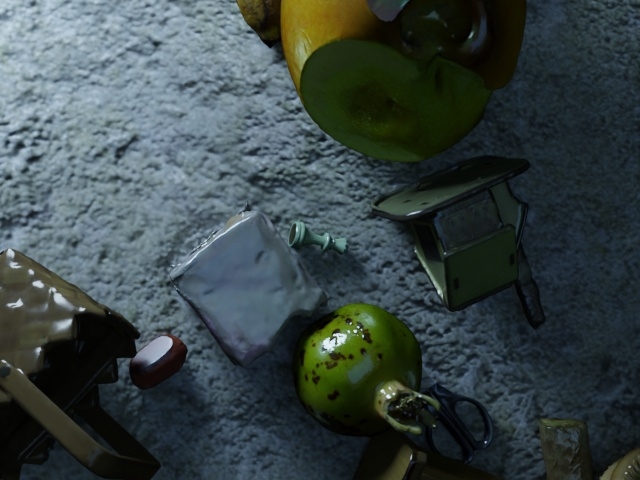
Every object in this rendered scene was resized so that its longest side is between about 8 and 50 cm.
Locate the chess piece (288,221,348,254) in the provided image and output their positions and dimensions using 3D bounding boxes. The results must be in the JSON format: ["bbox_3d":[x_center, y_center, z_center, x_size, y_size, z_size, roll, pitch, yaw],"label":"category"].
[{"bbox_3d":[0.000,0.000,1.658,0.093,0.042,0.042,13,86,-18],"label":"chess piece"}]

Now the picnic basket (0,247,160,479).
[{"bbox_3d":[-0.364,0.208,1.447,0.321,0.254,0.291,38,81,14],"label":"picnic basket"}]

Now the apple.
[{"bbox_3d":[0.124,-0.306,1.531,0.374,0.374,0.384,-19,95,-12],"label":"apple"}]

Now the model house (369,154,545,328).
[{"bbox_3d":[0.230,0.035,1.636,0.218,0.205,0.279,-22,101,-11],"label":"model house"}]

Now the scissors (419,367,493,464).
[{"bbox_3d":[0.158,0.220,1.693,0.109,0.022,0.300,-39,97,-10],"label":"scissors"}]

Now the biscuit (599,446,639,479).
[{"bbox_3d":[0.513,0.449,1.702,0.259,0.079,0.259,5,82,-36],"label":"biscuit"}]

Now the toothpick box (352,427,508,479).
[{"bbox_3d":[0.207,0.419,1.617,0.308,0.190,0.188,23,90,-15],"label":"toothpick box"}]

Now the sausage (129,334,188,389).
[{"bbox_3d":[-0.238,0.178,1.593,0.094,0.059,0.054,-36,140,-10],"label":"sausage"}]

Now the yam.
[{"bbox_3d":[0.405,0.457,1.717,0.081,0.081,0.357,-9,92,-12],"label":"yam"}]

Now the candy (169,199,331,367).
[{"bbox_3d":[-0.105,0.062,1.583,0.184,0.137,0.195,-38,94,-10],"label":"candy"}]

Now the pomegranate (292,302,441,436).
[{"bbox_3d":[0.079,0.197,1.577,0.245,0.198,0.198,11,86,27],"label":"pomegranate"}]

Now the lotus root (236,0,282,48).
[{"bbox_3d":[-0.084,-0.385,1.621,0.108,0.094,0.191,1,96,21],"label":"lotus root"}]
